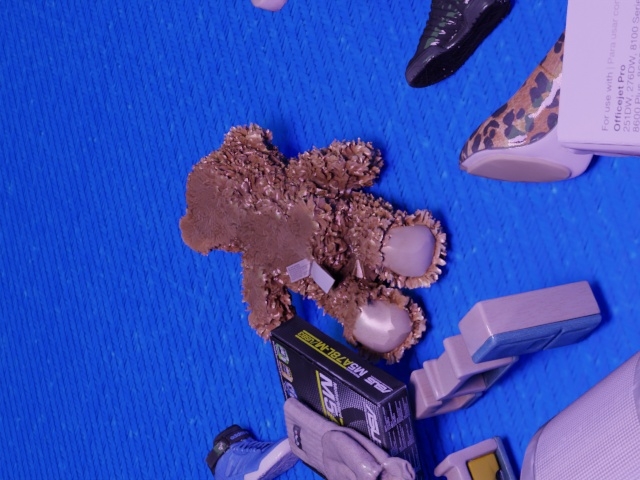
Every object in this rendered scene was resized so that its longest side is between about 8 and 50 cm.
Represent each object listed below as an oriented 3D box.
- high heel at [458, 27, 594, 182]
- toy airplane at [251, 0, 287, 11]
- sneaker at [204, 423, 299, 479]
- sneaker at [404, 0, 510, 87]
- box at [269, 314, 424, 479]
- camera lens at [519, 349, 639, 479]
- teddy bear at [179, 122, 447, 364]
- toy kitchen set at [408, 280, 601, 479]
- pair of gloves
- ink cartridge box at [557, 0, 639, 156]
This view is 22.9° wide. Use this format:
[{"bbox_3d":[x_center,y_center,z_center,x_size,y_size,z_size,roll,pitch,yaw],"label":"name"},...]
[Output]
[{"bbox_3d":[0.224,-0.157,1.482,0.261,0.093,0.186,-16,60,56],"label":"high heel"},{"bbox_3d":[-0.029,-0.452,1.652,0.384,0.272,0.386,-97,10,-74],"label":"toy airplane"},{"bbox_3d":[-0.083,0.243,1.823,0.085,0.058,0.152,60,137,19],"label":"sneaker"},{"bbox_3d":[0.134,-0.236,1.590,0.170,0.051,0.089,-44,58,34],"label":"sneaker"},{"bbox_3d":[0.031,0.193,1.645,0.184,0.045,0.191,33,144,46],"label":"box"},{"bbox_3d":[0.311,0.182,1.256,0.274,0.219,0.219,-46,57,38],"label":"camera lens"},{"bbox_3d":[0.000,0.000,1.714,0.338,0.113,0.245,8,103,41],"label":"teddy bear"},{"bbox_3d":[0.190,0.162,1.500,0.207,0.122,0.166,123,132,-58],"label":"toy kitchen set"},{"bbox_3d":[0.046,0.289,1.625,0.204,0.042,0.240,26,134,53],"label":"pair of gloves"},{"bbox_3d":[0.405,-0.126,1.100,0.395,0.285,0.166,7,94,48],"label":"ink cartridge box"}]
